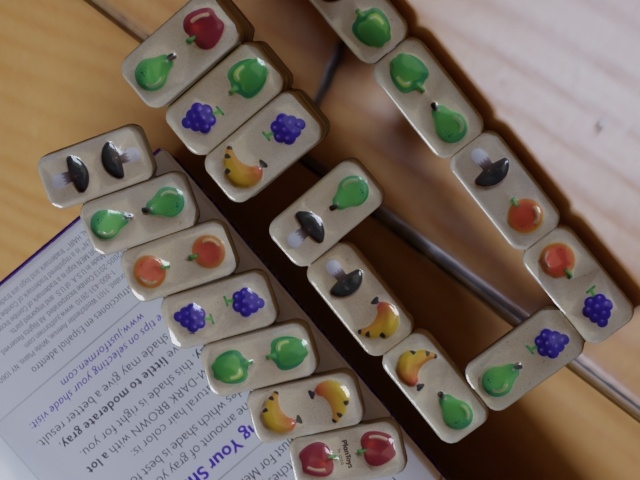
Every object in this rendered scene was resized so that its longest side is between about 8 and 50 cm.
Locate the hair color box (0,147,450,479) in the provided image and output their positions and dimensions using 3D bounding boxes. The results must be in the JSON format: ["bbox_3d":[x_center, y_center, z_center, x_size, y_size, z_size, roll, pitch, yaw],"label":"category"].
[{"bbox_3d":[-0.044,0.136,0.770,0.339,0.185,0.110,50,178,-1],"label":"hair color box"}]

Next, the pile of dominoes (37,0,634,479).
[{"bbox_3d":[0.000,0.000,0.674,0.196,0.040,0.251,-39,93,12],"label":"pile of dominoes"}]
